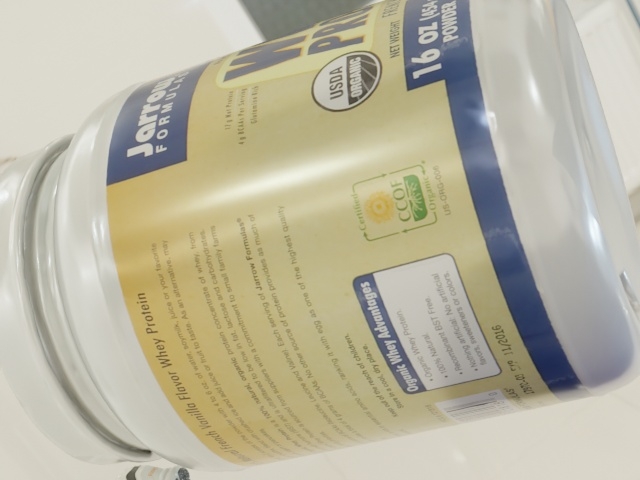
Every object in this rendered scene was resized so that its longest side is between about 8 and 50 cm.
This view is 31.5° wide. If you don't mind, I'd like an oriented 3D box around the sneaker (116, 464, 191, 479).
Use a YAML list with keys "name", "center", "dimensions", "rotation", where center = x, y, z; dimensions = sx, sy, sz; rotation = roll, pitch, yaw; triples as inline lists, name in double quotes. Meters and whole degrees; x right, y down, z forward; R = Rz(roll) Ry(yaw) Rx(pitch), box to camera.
- name: "sneaker"
  center: [-0.107, 0.188, 0.703]
  dimensions: [0.044, 0.109, 0.040]
  rotation: [8, 9, 12]

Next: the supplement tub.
- name: "supplement tub"
  center: [0.000, 0.000, 0.623]
  dimensions: [0.316, 0.228, 0.228]
  rotation: [-15, 25, 19]
